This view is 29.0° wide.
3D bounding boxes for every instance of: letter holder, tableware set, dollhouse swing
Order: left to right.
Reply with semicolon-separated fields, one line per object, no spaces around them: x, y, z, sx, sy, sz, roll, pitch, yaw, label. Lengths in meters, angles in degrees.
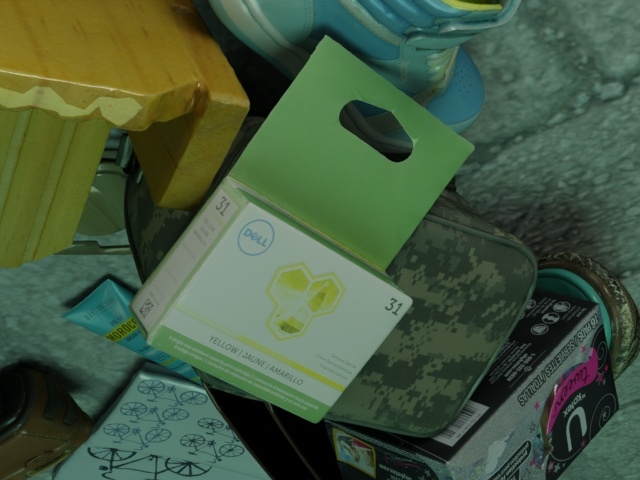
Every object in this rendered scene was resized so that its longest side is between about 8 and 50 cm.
-0.285;-0.051;0.894;0.346;0.315;0.305;8;117;-24;dollhouse swing
-0.254;-0.047;1.122;0.194;0.039;0.128;0;131;-22;tableware set
0.000;0.210;1.347;0.152;0.214;0.302;-19;132;15;letter holder

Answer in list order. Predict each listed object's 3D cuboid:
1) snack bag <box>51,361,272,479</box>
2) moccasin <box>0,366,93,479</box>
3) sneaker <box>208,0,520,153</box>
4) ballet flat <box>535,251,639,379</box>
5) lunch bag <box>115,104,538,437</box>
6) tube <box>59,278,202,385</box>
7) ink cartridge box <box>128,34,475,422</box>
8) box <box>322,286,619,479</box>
-0.157;0.282;1.601;0.323;0.037;0.342;19;138;-26;snack bag
-0.443;0.274;1.477;0.380;0.139;0.147;-31;134;13;moccasin
0.085;-0.156;0.901;0.208;0.127;0.319;-5;161;36;sneaker
0.264;0.133;1.435;0.182;0.164;0.483;-18;158;-28;ballet flat
-0.008;0.004;1.069;0.305;0.256;0.213;17;107;-36;lunch bag
-0.180;0.104;1.360;0.080;0.052;0.207;-39;131;22;tube
0.000;0.000;0.874;0.171;0.056;0.235;31;101;-37;ink cartridge box
0.152;0.167;1.198;0.163;0.247;0.142;15;134;43;box
